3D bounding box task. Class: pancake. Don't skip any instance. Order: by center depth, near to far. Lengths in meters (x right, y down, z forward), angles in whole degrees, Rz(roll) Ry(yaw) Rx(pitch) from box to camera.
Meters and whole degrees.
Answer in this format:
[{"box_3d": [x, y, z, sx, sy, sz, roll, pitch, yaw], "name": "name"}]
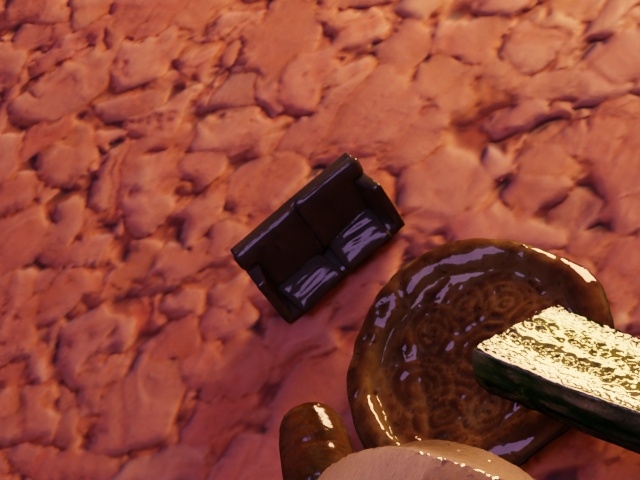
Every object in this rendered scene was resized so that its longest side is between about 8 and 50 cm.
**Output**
[{"box_3d": [0.133, 0.099, 1.533, 0.250, 0.031, 0.250, -16, 47, 18], "name": "pancake"}]

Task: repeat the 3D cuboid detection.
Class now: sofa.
[{"box_3d": [0.000, 0.000, 1.656, 0.147, 0.085, 0.060, -40, 42, -6], "name": "sofa"}]

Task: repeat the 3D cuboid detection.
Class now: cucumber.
[{"box_3d": [0.247, 0.130, 1.398, 0.244, 0.063, 0.115, 22, 33, 29], "name": "cucumber"}]

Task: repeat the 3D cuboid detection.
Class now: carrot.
[{"box_3d": [0.012, 0.278, 1.433, 0.070, 0.070, 0.342, -19, 51, 15], "name": "carrot"}]

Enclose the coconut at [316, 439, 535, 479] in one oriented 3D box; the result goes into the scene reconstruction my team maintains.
[{"box_3d": [0.061, 0.281, 1.262, 0.237, 0.237, 0.266, 6, 48, 34], "name": "coconut"}]
